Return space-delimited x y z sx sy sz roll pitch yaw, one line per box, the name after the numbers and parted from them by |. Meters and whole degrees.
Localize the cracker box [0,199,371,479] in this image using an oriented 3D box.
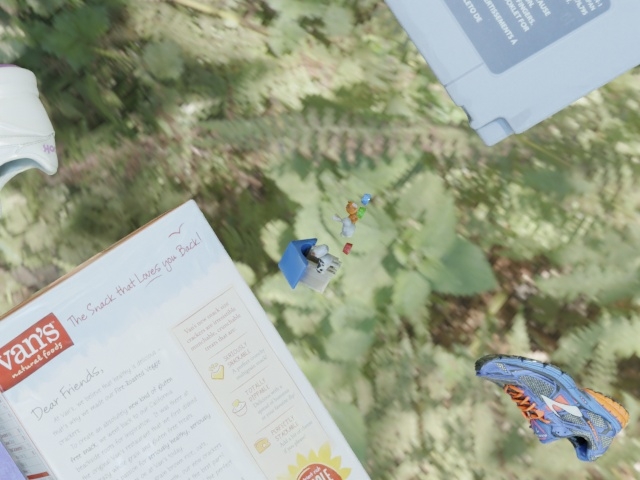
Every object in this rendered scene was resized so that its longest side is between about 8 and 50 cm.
-0.080 0.116 0.882 0.155 0.067 0.232 -34 95 -28 | cracker box

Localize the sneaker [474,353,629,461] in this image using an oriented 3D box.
0.282 0.205 1.922 0.221 0.083 0.087 28 78 -16 | sneaker

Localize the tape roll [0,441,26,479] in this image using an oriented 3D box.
-0.352 0.190 1.222 0.274 0.090 0.275 -3 121 -5 | tape roll

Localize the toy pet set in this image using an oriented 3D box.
0.000 0.000 1.918 0.065 0.122 0.114 27 126 -4 | toy pet set

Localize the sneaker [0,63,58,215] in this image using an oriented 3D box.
-0.422 -0.069 1.635 0.305 0.114 0.152 -25 83 -5 | sneaker

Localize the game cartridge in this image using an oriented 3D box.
0.120 -0.231 1.076 0.198 0.062 0.297 -31 108 15 | game cartridge
